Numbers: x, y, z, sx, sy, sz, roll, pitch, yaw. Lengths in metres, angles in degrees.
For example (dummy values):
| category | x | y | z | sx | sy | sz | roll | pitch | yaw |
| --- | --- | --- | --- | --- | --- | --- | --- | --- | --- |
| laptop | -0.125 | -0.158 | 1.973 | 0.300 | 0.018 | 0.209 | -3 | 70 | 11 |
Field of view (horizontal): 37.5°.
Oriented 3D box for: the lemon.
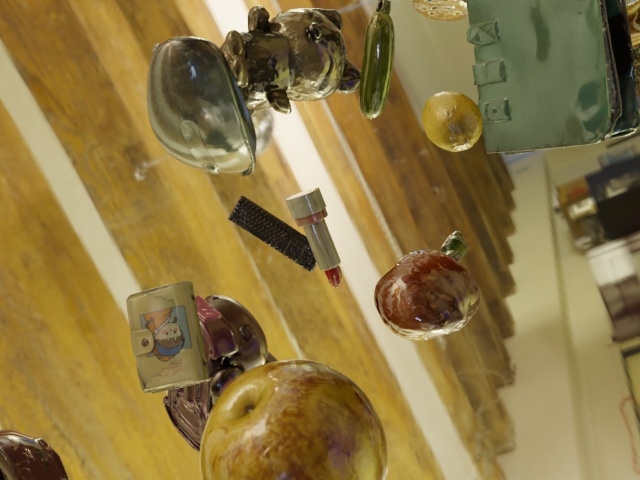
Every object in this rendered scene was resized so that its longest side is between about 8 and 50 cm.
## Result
| category | x | y | z | sx | sy | sz | roll | pitch | yaw |
| --- | --- | --- | --- | --- | --- | --- | --- | --- | --- |
| lemon | 0.188 | -0.168 | 1.337 | 0.082 | 0.082 | 0.110 | 54 | -175 | -34 |

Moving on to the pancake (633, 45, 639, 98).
| category | x | y | z | sx | sy | sz | roll | pitch | yaw |
| --- | --- | --- | --- | --- | --- | --- | --- | --- | --- |
| pancake | 0.621 | -0.331 | 1.600 | 0.037 | 0.253 | 0.253 | -9 | -108 | -28 |

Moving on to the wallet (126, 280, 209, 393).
| category | x | y | z | sx | sy | sz | roll | pitch | yaw |
| --- | --- | --- | --- | --- | --- | --- | --- | --- | --- |
| wallet | -0.234 | 0.147 | 1.430 | 0.039 | 0.110 | 0.155 | 32 | -136 | -74 |

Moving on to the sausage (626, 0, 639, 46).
| category | x | y | z | sx | sy | sz | roll | pitch | yaw |
| --- | --- | --- | --- | --- | --- | --- | --- | --- | --- |
| sausage | 0.485 | -0.341 | 1.532 | 0.371 | 0.082 | 0.082 | -177 | 62 | -83 |

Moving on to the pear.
| category | x | y | z | sx | sy | sz | roll | pitch | yaw |
| --- | --- | --- | --- | --- | --- | --- | --- | --- | --- |
| pear | -0.034 | 0.302 | 1.319 | 0.280 | 0.281 | 0.280 | 54 | -158 | -34 |

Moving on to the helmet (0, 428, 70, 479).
| category | x | y | z | sx | sy | sz | roll | pitch | yaw |
| --- | --- | --- | --- | --- | --- | --- | --- | --- | --- |
| helmet | -0.571 | 0.472 | 1.745 | 0.271 | 0.338 | 0.197 | 49 | -149 | 16 |

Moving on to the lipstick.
| category | x | y | z | sx | sy | sz | roll | pitch | yaw |
| --- | --- | --- | --- | --- | --- | --- | --- | --- | --- |
| lipstick | 0.000 | 0.000 | 1.729 | 0.057 | 0.063 | 0.186 | -38 | -70 | -60 |

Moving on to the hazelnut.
| category | x | y | z | sx | sy | sz | roll | pitch | yaw |
| --- | --- | --- | --- | --- | --- | --- | --- | --- | --- |
| hazelnut | 0.160 | 0.088 | 1.397 | 0.154 | 0.143 | 0.143 | -20 | -93 | -41 |

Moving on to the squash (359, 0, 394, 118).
| category | x | y | z | sx | sy | sz | roll | pitch | yaw |
| --- | --- | --- | --- | --- | --- | --- | --- | --- | --- |
| squash | 0.118 | -0.372 | 1.959 | 0.066 | 0.066 | 0.252 | -67 | -16 | -66 |

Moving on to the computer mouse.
| category | x | y | z | sx | sy | sz | roll | pitch | yaw |
| --- | --- | --- | --- | --- | --- | --- | --- | --- | --- |
| computer mouse | -0.236 | -0.234 | 1.860 | 0.374 | 0.203 | 0.114 | 75 | -158 | -49 |

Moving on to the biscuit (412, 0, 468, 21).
| category | x | y | z | sx | sy | sz | roll | pitch | yaw |
| --- | --- | --- | --- | --- | --- | --- | --- | --- | --- |
| biscuit | 0.265 | -0.554 | 2.125 | 0.236 | 0.180 | 0.039 | 31 | -113 | -63 |

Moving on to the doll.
| category | x | y | z | sx | sy | sz | roll | pitch | yaw |
| --- | --- | --- | --- | --- | --- | --- | --- | --- | --- |
| doll | -0.112 | -0.410 | 2.198 | 0.382 | 0.379 | 0.252 | -15 | -82 | -33 |

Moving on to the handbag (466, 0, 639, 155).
| category | x | y | z | sx | sy | sz | roll | pitch | yaw |
| --- | --- | --- | --- | --- | --- | --- | --- | --- | --- |
| handbag | 0.356 | -0.274 | 1.446 | 0.100 | 0.274 | 0.268 | -13 | -86 | -34 |

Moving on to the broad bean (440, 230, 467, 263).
| category | x | y | z | sx | sy | sz | roll | pitch | yaw |
| --- | --- | --- | --- | --- | --- | --- | --- | --- | --- |
| broad bean | 0.266 | 0.030 | 1.910 | 0.046 | 0.061 | 0.195 | 47 | -163 | -4 |

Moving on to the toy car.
| category | x | y | z | sx | sy | sz | roll | pitch | yaw |
| --- | --- | --- | --- | --- | --- | --- | --- | --- | --- |
| toy car | -0.189 | 0.260 | 1.940 | 0.271 | 0.240 | 0.340 | 35 | 131 | 41 |

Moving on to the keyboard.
| category | x | y | z | sx | sy | sz | roll | pitch | yaw |
| --- | --- | --- | --- | --- | --- | --- | --- | --- | --- |
| keyboard | -0.088 | -0.013 | 1.911 | 0.204 | 0.061 | 0.013 | 33 | -160 | 2 |
